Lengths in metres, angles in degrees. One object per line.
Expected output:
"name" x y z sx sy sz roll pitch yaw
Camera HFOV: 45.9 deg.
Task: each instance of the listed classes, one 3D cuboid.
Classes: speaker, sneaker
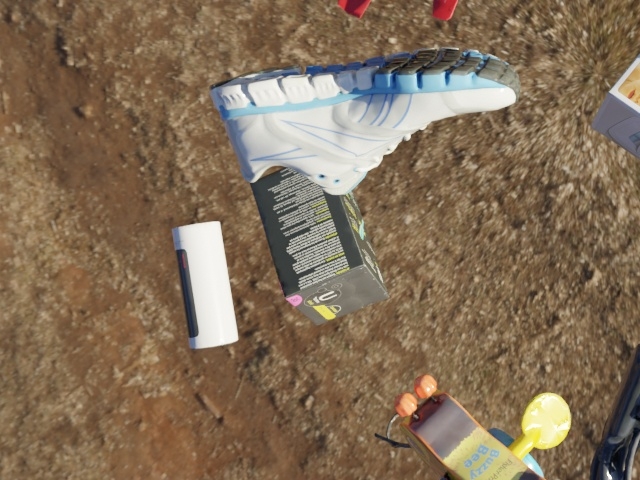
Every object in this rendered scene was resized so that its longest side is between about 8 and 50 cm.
"speaker" -0.127 0.048 0.834 0.055 0.055 0.136 -9 89 22
"sneaker" 0.028 -0.071 0.471 0.190 0.071 0.083 -2 111 21

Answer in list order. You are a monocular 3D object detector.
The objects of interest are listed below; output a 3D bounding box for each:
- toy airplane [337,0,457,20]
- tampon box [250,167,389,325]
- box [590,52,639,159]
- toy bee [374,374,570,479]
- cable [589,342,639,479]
"toy airplane" 0.068 -0.235 0.616 0.151 0.028 0.151 11 124 17
"tampon box" 0.000 0.000 0.906 0.101 0.120 0.161 -23 62 10
"box" 0.462 -0.167 0.782 0.231 0.127 0.262 40 91 15
"toy bee" 0.130 0.214 0.719 0.298 0.195 0.162 5 139 41
"cable" 0.246 0.148 0.463 0.150 0.047 0.185 20 96 29
